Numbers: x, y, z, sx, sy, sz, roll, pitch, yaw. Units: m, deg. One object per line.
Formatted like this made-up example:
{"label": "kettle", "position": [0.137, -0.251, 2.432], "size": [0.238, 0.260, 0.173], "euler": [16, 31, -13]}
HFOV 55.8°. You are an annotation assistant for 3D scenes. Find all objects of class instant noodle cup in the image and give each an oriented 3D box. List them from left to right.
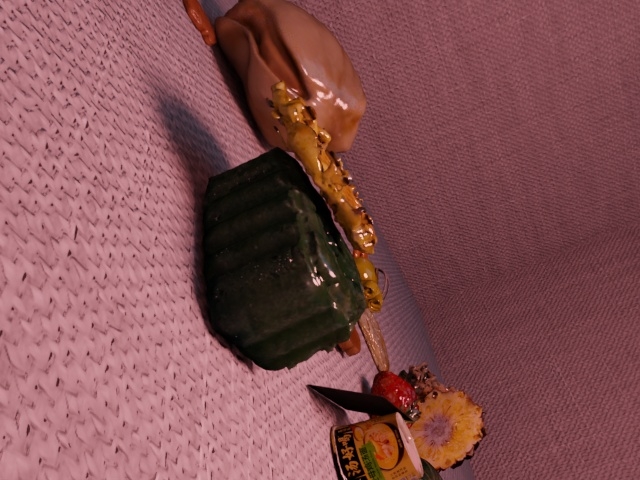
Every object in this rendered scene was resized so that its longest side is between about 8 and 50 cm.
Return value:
{"label": "instant noodle cup", "position": [0.102, 0.375, 1.047], "size": [0.151, 0.122, 0.152], "euler": [-22, 90, -82]}

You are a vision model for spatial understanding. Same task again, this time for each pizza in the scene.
{"label": "pizza", "position": [0.144, 0.251, 1.749], "size": [0.181, 0.034, 0.262], "euler": [-63, 129, -75]}

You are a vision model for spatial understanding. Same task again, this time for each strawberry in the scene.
{"label": "strawberry", "position": [0.160, 0.368, 1.395], "size": [0.148, 0.131, 0.131], "euler": [38, -10, 37]}

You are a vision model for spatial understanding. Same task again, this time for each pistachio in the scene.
{"label": "pistachio", "position": [-0.073, -0.387, 1.430], "size": [0.445, 0.281, 0.365], "euler": [50, 6, 5]}

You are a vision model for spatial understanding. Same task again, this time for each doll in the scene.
{"label": "doll", "position": [0.115, 0.105, 1.634], "size": [0.143, 0.135, 0.221], "euler": [60, 24, -21]}

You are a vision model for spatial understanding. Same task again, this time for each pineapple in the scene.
{"label": "pineapple", "position": [0.285, 0.444, 1.639], "size": [0.263, 0.262, 0.272], "euler": [63, -1, -20]}

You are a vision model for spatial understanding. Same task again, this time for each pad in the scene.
{"label": "pad", "position": [0.076, 0.292, 1.081], "size": [0.211, 0.142, 0.003], "euler": [51, 47, -56]}

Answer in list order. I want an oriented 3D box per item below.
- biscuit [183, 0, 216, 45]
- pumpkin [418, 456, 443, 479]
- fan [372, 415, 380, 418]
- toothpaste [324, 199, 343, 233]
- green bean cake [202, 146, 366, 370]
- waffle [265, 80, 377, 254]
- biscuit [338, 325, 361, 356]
{"label": "biscuit", "position": [-0.264, -0.488, 1.317], "size": [0.130, 0.019, 0.102], "euler": [59, 12, -35]}
{"label": "pumpkin", "position": [0.173, 0.491, 1.142], "size": [0.167, 0.125, 0.167], "euler": [43, 39, -51]}
{"label": "fan", "position": [0.112, 0.400, 1.189], "size": [0.039, 0.082, 0.155], "euler": [59, 23, -12]}
{"label": "toothpaste", "position": [0.010, -0.084, 1.762], "size": [0.234, 0.057, 0.089], "euler": [36, 33, -56]}
{"label": "green bean cake", "position": [-0.035, 0.056, 0.912], "size": [0.308, 0.169, 0.300], "euler": [57, 13, -45]}
{"label": "waffle", "position": [0.011, -0.107, 0.912], "size": [0.262, 0.060, 0.280], "euler": [63, 7, 28]}
{"label": "biscuit", "position": [0.010, 0.126, 1.332], "size": [0.295, 0.044, 0.186], "euler": [63, 14, -13]}
